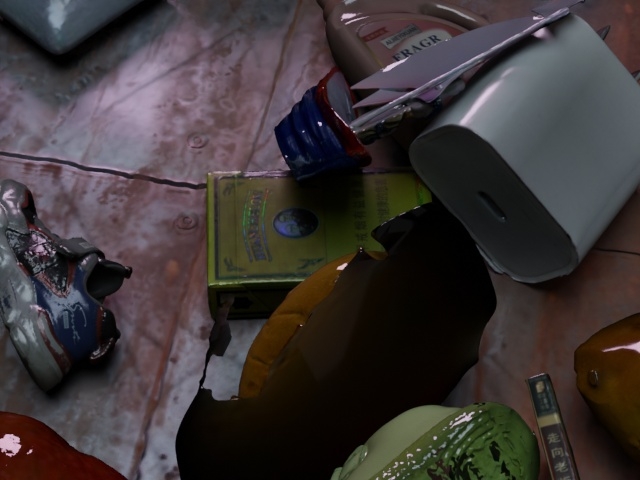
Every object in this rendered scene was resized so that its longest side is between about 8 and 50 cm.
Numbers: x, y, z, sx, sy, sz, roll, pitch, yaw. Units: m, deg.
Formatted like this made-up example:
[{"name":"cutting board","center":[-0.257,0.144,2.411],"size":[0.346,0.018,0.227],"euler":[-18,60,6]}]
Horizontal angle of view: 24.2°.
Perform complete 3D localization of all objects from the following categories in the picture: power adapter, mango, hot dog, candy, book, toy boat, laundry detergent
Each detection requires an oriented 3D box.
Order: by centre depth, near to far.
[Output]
[{"name":"book","center":[0.211,0.242,1.202],"size":[0.026,0.161,0.231],"euler":[-15,55,7]},{"name":"mango","center":[0.352,0.120,1.301],"size":[0.236,0.166,0.136],"euler":[-24,99,-40]},{"name":"hot dog","center":[0.000,0.111,1.309],"size":[0.326,0.107,0.194],"euler":[-29,90,-12]},{"name":"toy boat","center":[0.083,-0.159,1.427],"size":[0.318,0.072,0.219],"euler":[-38,23,-15]},{"name":"power adapter","center":[0.232,-0.110,1.446],"size":[0.187,0.124,0.255],"euler":[49,61,-11]},{"name":"laundry detergent","center":[0.105,-0.203,1.580],"size":[0.171,0.076,0.237],"euler":[-21,55,-19]},{"name":"candy","center":[-0.266,-0.284,1.633],"size":[0.138,0.071,0.174],"euler":[38,62,24]}]

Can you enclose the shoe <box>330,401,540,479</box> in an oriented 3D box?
[{"name":"shoe","center":[0.067,0.233,1.198],"size":[0.262,0.128,0.140],"euler":[-40,98,-13]}]

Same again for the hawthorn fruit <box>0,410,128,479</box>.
[{"name":"hawthorn fruit","center":[-0.264,0.283,1.106],"size":[0.265,0.265,0.307],"euler":[25,63,17]}]

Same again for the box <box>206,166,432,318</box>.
[{"name":"box","center":[0.000,0.000,1.434],"size":[0.220,0.064,0.141],"euler":[-2,54,0]}]

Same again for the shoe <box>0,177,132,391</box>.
[{"name":"shoe","center":[-0.243,0.025,1.386],"size":[0.125,0.099,0.227],"euler":[-19,61,-4]}]
